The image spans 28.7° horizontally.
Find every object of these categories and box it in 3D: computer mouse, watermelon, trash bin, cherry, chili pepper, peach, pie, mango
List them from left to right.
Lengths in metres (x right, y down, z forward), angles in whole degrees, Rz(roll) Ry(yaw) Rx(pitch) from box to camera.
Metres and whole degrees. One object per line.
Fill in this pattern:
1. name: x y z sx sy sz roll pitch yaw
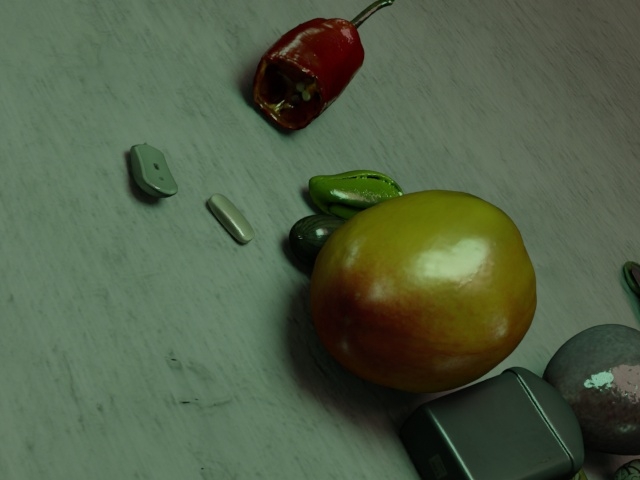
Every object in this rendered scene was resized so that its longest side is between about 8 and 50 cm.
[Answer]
1. computer mouse: -0.231 -0.092 1.699 0.056 0.032 0.110 16 34 -37
2. watermelon: 0.000 0.000 1.808 0.111 0.078 0.078 3 53 -43
3. chili pepper: 0.001 -0.303 2.063 0.135 0.131 0.338 22 38 10
4. mango: 0.052 -0.066 1.934 0.165 0.074 0.091 8 54 -25
5. peach: 0.128 0.078 1.699 0.308 0.289 0.289 -35 81 -26
6. trash bin: 0.246 0.278 1.726 0.236 0.101 0.176 -11 61 -36
7. cherry: 0.460 0.235 1.952 0.266 0.183 0.213 5 38 -31
8. pie: 0.616 0.076 2.418 0.085 0.017 0.085 27 39 -24

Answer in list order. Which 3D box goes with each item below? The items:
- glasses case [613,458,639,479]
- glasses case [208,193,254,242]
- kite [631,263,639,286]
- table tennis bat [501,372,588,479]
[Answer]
1. glasses case: 0.509 0.480 1.843 0.137 0.085 0.354 30 38 -23
2. glasses case: -0.125 -0.031 1.755 0.083 0.021 0.032 49 34 5
3. kite: 0.667 0.202 2.332 0.204 0.022 0.360 32 39 -34
4. table tennis bat: 0.309 0.333 1.824 0.215 0.044 0.329 19 44 -26
